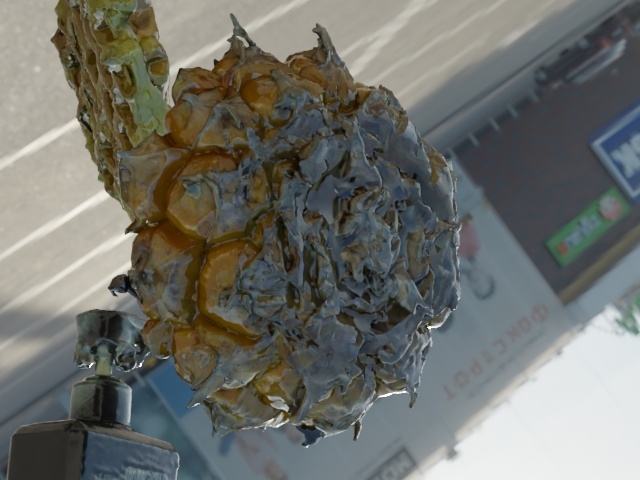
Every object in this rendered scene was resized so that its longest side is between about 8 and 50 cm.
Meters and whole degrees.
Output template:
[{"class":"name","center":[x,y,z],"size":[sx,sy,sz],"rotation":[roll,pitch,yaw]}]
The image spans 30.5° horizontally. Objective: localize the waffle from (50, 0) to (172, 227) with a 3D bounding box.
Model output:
[{"class":"waffle","center":[-0.187,-0.149,1.075],"size":[0.068,0.325,0.302],"rotation":[-16,-158,-17]}]

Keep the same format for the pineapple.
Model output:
[{"class":"pineapple","center":[0.000,0.000,0.577],"size":[0.225,0.225,0.076],"rotation":[-35,-163,-35]}]

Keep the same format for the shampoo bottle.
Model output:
[{"class":"shampoo bottle","center":[-0.132,0.190,0.658],"size":[0.071,0.309,0.098],"rotation":[-14,155,34]}]
